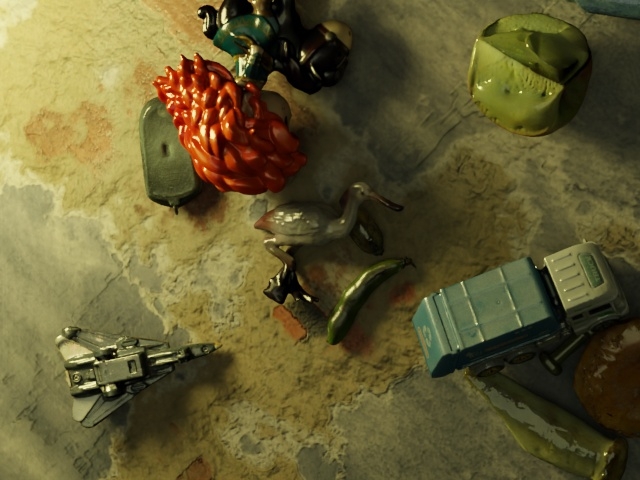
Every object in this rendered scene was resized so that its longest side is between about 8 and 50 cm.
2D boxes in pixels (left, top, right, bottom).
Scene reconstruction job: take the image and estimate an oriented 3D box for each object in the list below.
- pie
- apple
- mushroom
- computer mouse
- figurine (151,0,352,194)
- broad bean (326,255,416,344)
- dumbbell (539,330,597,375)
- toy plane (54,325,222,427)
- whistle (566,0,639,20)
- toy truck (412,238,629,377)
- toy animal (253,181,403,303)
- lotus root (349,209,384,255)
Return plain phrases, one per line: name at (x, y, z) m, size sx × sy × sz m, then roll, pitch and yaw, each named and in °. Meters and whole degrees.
pie at (0.581, 0.235, 1.768) m, size 0.273 × 0.069 × 0.273 m, roll -1°, pitch 116°, yaw -2°
apple at (0.363, -0.288, 1.749) m, size 0.188 × 0.174 × 0.207 m, roll 30°, pitch 102°, yaw 27°
mushroom at (0.401, 0.339, 1.839) m, size 0.333 × 0.087 × 0.107 m, roll 27°, pitch 95°, yaw 11°
computer mouse at (-0.288, -0.165, 1.938) m, size 0.113 × 0.068 × 0.229 m, roll -5°, pitch 105°, yaw -1°
figurine at (-0.116, -0.291, 1.833) m, size 0.306 × 0.241 × 0.412 m, roll 33°, pitch 82°, yaw -17°
broad bean at (0.081, 0.105, 1.902) m, size 0.227 × 0.039 × 0.069 m, roll -44°, pitch 92°, yaw 11°
dumbbell at (0.453, 0.193, 1.835) m, size 0.118 × 0.046 × 0.052 m, roll -44°, pitch 81°, yaw 12°
toy plane at (-0.348, 0.241, 1.963) m, size 0.316 × 0.103 × 0.204 m, roll -12°, pitch 92°, yaw 12°
whistle at (0.580, -0.407, 1.751) m, size 0.304 × 0.062 × 0.062 m, roll 11°, pitch 97°, yaw 9°
toy truck at (0.344, 0.126, 1.769) m, size 0.367 × 0.175 × 0.146 m, roll -23°, pitch 65°, yaw 10°
toy animal at (-0.005, -0.025, 1.871) m, size 0.195 × 0.090 × 0.324 m, roll 50°, pitch 117°, yaw 13°
lotus root at (0.086, -0.011, 1.886) m, size 0.054 × 0.049 × 0.099 m, roll -35°, pitch 91°, yaw 10°
